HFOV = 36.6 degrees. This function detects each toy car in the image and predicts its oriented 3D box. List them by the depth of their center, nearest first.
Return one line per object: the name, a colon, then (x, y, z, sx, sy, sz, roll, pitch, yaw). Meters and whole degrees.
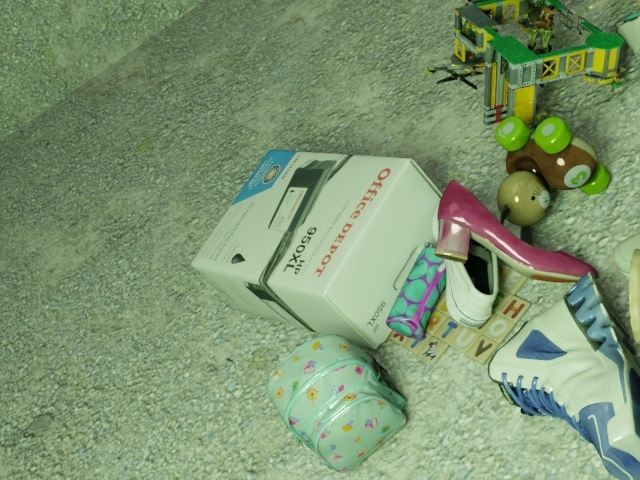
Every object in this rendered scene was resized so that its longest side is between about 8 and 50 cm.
toy car: (0.331, -0.071, 1.487, 0.149, 0.155, 0.188, 10, 70, 49)

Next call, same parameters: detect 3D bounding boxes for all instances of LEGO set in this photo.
LEGO set: (0.365, -0.293, 1.700, 0.255, 0.192, 0.331, -20, 40, -19)

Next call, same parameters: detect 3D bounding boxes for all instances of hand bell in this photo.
hand bell: (0.521, 0.070, 1.209, 0.242, 0.126, 0.126, -2, 51, 28)

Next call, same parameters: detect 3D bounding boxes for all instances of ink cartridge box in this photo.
ink cartridge box: (0.000, 0.000, 1.703, 0.395, 0.166, 0.285, 9, 60, 50)

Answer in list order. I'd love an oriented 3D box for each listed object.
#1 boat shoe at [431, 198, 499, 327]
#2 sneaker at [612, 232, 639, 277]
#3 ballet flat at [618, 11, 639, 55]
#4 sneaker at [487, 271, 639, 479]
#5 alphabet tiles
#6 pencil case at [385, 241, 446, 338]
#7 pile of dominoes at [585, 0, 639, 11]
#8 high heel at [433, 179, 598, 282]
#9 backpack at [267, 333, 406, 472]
boat shoe: (0.237, 0.011, 1.500, 0.084, 0.095, 0.258, 115, 156, -46)
sneaker: (0.507, -0.024, 1.280, 0.262, 0.121, 0.099, -17, 41, 32)
ballet flat: (0.549, -0.317, 1.477, 0.139, 0.139, 0.400, -40, -1, 4)
sneaker: (0.322, 0.195, 1.246, 0.182, 0.127, 0.315, -32, 29, 21)
alphabet tiles: (0.215, 0.106, 1.526, 0.198, 0.009, 0.237, -49, 35, -9)
pencil case: (0.162, 0.082, 1.538, 0.151, 0.064, 0.070, -61, 14, -24)
pile of dominoes: (0.567, -0.433, 1.657, 0.196, 0.040, 0.251, -23, 6, 28)
high heel: (0.289, -0.010, 1.407, 0.244, 0.082, 0.117, 11, 81, 6)
backpack: (0.023, 0.236, 1.419, 0.166, 0.188, 0.144, -39, 35, 4)
